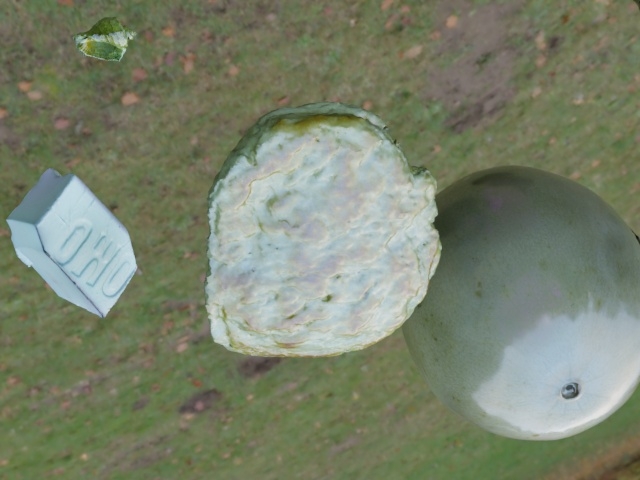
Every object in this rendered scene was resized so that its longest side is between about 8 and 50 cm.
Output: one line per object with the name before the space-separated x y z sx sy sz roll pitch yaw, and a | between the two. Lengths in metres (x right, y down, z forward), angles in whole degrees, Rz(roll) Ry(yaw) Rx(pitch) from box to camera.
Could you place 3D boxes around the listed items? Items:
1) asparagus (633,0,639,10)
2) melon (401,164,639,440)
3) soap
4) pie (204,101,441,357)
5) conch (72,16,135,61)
asparagus | 0.462 -0.343 1.292 0.016 0.013 0.166 -13 -154 18
melon | 0.215 0.056 0.959 0.269 0.330 0.268 -3 119 -5
soap | -0.394 0.011 1.454 0.145 0.091 0.230 -57 138 -21
pie | 0.000 0.000 0.735 0.201 0.090 0.247 -5 126 -17
conch | -0.420 -0.391 1.746 0.121 0.074 0.089 -13 116 -6
